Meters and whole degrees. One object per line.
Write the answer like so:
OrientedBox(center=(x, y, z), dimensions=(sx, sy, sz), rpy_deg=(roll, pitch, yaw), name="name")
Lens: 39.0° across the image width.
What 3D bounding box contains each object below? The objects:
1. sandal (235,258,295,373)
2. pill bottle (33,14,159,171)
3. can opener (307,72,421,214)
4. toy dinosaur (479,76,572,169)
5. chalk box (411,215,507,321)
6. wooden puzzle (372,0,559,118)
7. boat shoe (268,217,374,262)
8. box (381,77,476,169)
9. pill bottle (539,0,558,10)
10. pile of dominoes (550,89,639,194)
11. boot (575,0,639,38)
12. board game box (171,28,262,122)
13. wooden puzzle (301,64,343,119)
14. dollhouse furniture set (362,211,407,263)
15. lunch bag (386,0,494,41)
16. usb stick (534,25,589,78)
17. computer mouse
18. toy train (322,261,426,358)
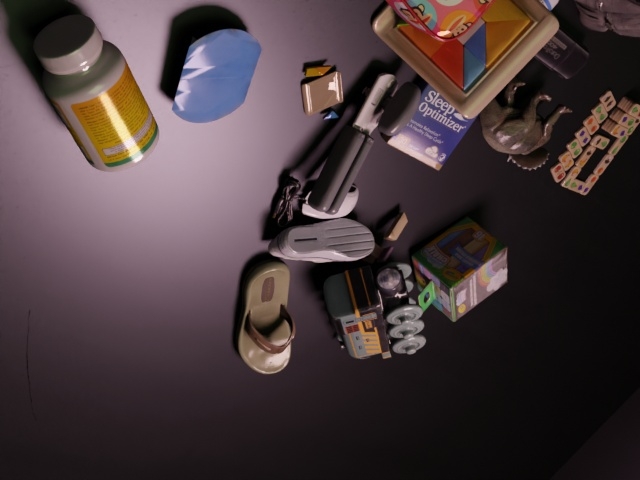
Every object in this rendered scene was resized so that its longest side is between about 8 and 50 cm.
OrientedBox(center=(-0.103, 0.169, 1.804), dimensions=(0.120, 0.086, 0.303), rpy_deg=(-21, 137, -22), name="sandal")
OrientedBox(center=(-0.313, -0.204, 1.258), dimensions=(0.117, 0.117, 0.208), rpy_deg=(-32, 140, -10), name="pill bottle")
OrientedBox(center=(0.072, -0.169, 1.607), dimensions=(0.280, 0.093, 0.074), rpy_deg=(-59, 150, 9), name="can opener")
OrientedBox(center=(0.394, -0.229, 1.806), dimensions=(0.313, 0.121, 0.160), rpy_deg=(14, 111, -48), name="toy dinosaur")
OrientedBox(center=(0.289, 0.075, 1.985), dimensions=(0.213, 0.132, 0.132), rpy_deg=(-33, 142, -16), name="chalk box")
OrientedBox(center=(0.240, -0.358, 1.501), dimensions=(0.221, 0.238, 0.044), rpy_deg=(-46, -179, 7), name="wooden puzzle")
OrientedBox(center=(0.000, 0.000, 1.745), dimensions=(0.226, 0.083, 0.075), rpy_deg=(5, 167, -39), name="boat shoe")
OrientedBox(center=(0.231, -0.252, 1.690), dimensions=(0.136, 0.036, 0.225), rpy_deg=(23, 110, -30), name="box")
OrientedBox(center=(0.335, -0.420, 1.573), dimensions=(0.221, 0.124, 0.124), rpy_deg=(-47, 141, 6), name="pill bottle")
OrientedBox(center=(0.646, -0.215, 2.085), dimensions=(0.196, 0.040, 0.251), rpy_deg=(11, 119, -44), name="pile of dominoes")
OrientedBox(center=(0.578, -0.431, 1.606), dimensions=(0.222, 0.338, 0.118), rpy_deg=(26, 96, -46), name="boot")
OrientedBox(center=(-0.166, -0.260, 1.394), dimensions=(0.133, 0.033, 0.169), rpy_deg=(-11, 138, -39), name="board game box")
OrientedBox(center=(0.003, -0.254, 1.549), dimensions=(0.078, 0.014, 0.116), rpy_deg=(-18, 136, -20), name="wooden puzzle")
OrientedBox(center=(0.114, -0.022, 1.862), dimensions=(0.081, 0.091, 0.114), rpy_deg=(36, 75, -11), name="dollhouse furniture set")
OrientedBox(center=(0.196, -0.481, 1.375), dimensions=(0.293, 0.120, 0.258), rpy_deg=(-45, 118, 6), name="lunch bag")
OrientedBox(center=(0.434, -0.387, 1.747), dimensions=(0.278, 0.045, 0.077), rpy_deg=(18, 121, -47), name="usb stick")
OrientedBox(center=(0.003, -0.072, 1.697), dimensions=(0.193, 0.042, 0.106), rpy_deg=(-4, 128, -37), name="computer mouse")
OrientedBox(center=(0.115, 0.156, 1.908), dimensions=(0.190, 0.142, 0.334), rpy_deg=(-13, 152, 2), name="toy train")
